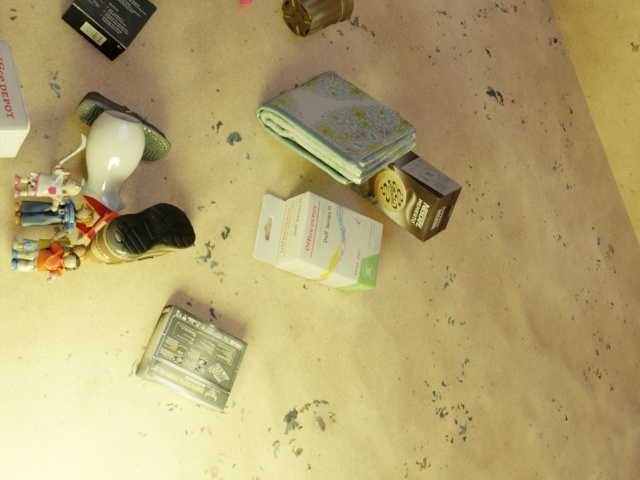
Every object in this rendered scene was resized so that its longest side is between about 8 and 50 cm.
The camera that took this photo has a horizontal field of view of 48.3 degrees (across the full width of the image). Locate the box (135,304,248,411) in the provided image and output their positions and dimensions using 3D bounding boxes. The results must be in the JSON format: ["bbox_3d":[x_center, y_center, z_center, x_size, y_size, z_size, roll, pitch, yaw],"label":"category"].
[{"bbox_3d":[-0.306,0.287,1.730,0.231,0.056,0.183,33,62,-28],"label":"box"}]

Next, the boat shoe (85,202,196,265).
[{"bbox_3d":[-0.416,-0.010,1.653,0.324,0.119,0.123,-10,77,-67],"label":"boat shoe"}]

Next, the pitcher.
[{"bbox_3d":[-0.500,-0.191,1.615,0.177,0.125,0.207,17,105,-15],"label":"pitcher"}]

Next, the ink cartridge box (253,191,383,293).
[{"bbox_3d":[0.000,0.000,1.995,0.353,0.119,0.207,21,68,-33],"label":"ink cartridge box"}]

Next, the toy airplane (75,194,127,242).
[{"bbox_3d":[-0.513,-0.049,1.664,0.151,0.028,0.151,10,72,-35],"label":"toy airplane"}]

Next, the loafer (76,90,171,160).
[{"bbox_3d":[-0.463,-0.281,1.711,0.251,0.094,0.087,35,29,-41],"label":"loafer"}]

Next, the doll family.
[{"bbox_3d":[-0.581,-0.029,1.561,0.163,0.118,0.263,1,77,-20],"label":"doll family"}]

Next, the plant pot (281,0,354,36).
[{"bbox_3d":[-0.017,-0.698,2.128,0.165,0.167,0.167,-39,105,-28],"label":"plant pot"}]

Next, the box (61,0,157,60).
[{"bbox_3d":[-0.512,-0.554,1.738,0.156,0.093,0.158,40,59,-25],"label":"box"}]

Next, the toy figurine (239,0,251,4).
[{"bbox_3d":[-0.243,-0.735,2.002,0.159,0.130,0.173,21,42,-47],"label":"toy figurine"}]

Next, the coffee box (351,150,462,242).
[{"bbox_3d":[0.248,-0.155,2.097,0.118,0.168,0.297,-26,53,-38],"label":"coffee box"}]

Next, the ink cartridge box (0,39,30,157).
[{"bbox_3d":[-0.772,-0.284,1.427,0.306,0.131,0.226,-5,70,-40],"label":"ink cartridge box"}]

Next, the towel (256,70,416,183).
[{"bbox_3d":[0.053,-0.324,2.029,0.374,0.090,0.320,38,47,19],"label":"towel"}]
